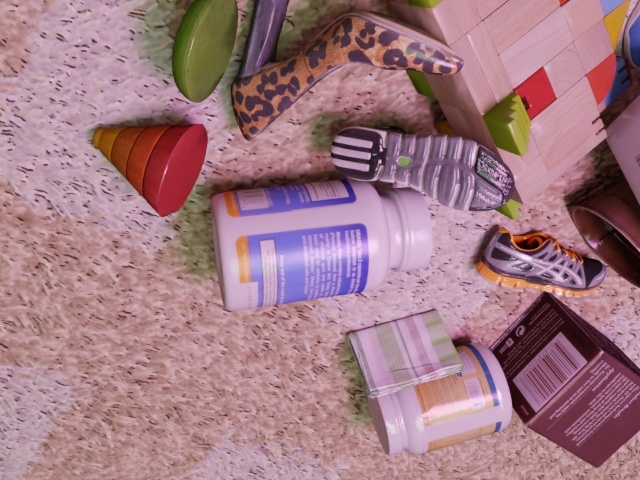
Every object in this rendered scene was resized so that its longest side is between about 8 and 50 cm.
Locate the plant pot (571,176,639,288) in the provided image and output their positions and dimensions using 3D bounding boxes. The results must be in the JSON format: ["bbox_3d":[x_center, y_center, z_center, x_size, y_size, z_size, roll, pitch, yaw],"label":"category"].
[{"bbox_3d":[0.491,-0.041,1.020,0.165,0.167,0.167,-41,121,1],"label":"plant pot"}]

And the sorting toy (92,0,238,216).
[{"bbox_3d":[-0.179,-0.213,0.789,0.126,0.127,0.366,21,111,7],"label":"sorting toy"}]

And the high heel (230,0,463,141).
[{"bbox_3d":[0.021,-0.173,0.799,0.261,0.093,0.186,23,112,18],"label":"high heel"}]

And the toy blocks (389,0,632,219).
[{"bbox_3d":[0.267,-0.241,0.851,0.261,0.191,0.381,-39,121,-6],"label":"toy blocks"}]

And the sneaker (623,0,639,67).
[{"bbox_3d":[0.459,-0.294,0.906,0.058,0.085,0.152,7,116,-19],"label":"sneaker"}]

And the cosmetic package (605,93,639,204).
[{"bbox_3d":[0.591,-0.138,0.897,0.365,0.197,0.155,-17,162,-11],"label":"cosmetic package"}]

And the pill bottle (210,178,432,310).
[{"bbox_3d":[0.000,0.000,0.906,0.271,0.152,0.153,-7,120,-12],"label":"pill bottle"}]

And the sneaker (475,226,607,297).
[{"bbox_3d":[0.348,0.031,1.060,0.214,0.084,0.083,5,112,-17],"label":"sneaker"}]

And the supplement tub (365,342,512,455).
[{"bbox_3d":[0.184,0.253,1.100,0.199,0.144,0.145,-13,121,-8],"label":"supplement tub"}]

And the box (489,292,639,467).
[{"bbox_3d":[0.411,0.228,1.134,0.203,0.167,0.168,33,105,-28],"label":"box"}]

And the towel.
[{"bbox_3d":[0.128,0.169,1.059,0.151,0.113,0.023,-16,146,-8],"label":"towel"}]

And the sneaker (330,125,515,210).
[{"bbox_3d":[0.135,-0.107,0.888,0.228,0.132,0.086,17,109,8],"label":"sneaker"}]
